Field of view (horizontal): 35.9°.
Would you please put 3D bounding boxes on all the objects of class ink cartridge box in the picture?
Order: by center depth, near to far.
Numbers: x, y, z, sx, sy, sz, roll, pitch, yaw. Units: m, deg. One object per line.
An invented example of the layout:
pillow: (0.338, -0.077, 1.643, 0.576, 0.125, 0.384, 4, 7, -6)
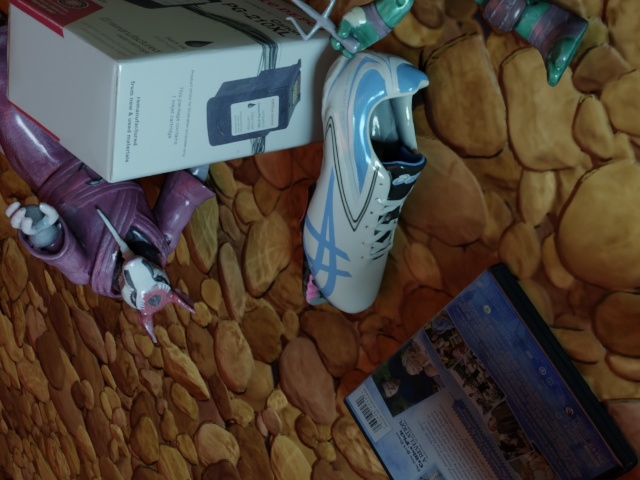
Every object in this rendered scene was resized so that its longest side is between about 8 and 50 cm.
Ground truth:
ink cartridge box: (-0.112, -0.142, 0.822, 0.172, 0.237, 0.100, 35, 126, 38)

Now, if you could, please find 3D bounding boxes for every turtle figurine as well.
turtle figurine: (0.068, -0.196, 0.644, 0.234, 0.118, 0.175, 24, 157, 13)

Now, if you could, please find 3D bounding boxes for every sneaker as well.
sneaker: (0.040, -0.037, 0.806, 0.086, 0.085, 0.237, 25, 126, 34)
sneaker: (0.000, 0.000, 0.902, 0.057, 0.047, 0.119, 35, 122, 46)

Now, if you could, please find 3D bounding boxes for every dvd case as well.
dvd case: (0.126, 0.156, 0.825, 0.180, 0.022, 0.253, 58, 139, 16)

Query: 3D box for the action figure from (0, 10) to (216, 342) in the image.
action figure: (-0.251, -0.049, 1.018, 0.276, 0.248, 0.370, -47, 65, 49)
